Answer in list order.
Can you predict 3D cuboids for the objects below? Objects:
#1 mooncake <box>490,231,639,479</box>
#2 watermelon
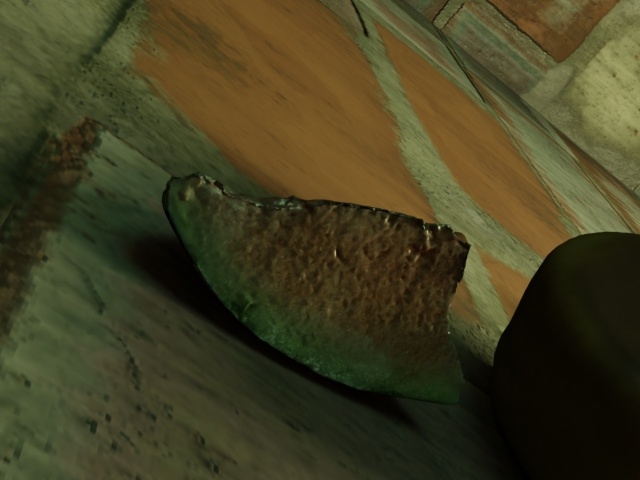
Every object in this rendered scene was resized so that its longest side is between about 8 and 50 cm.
[{"bbox_3d":[0.198,0.099,0.543,0.234,0.117,0.235,18,30,-11],"label":"mooncake"},{"bbox_3d":[-0.009,0.007,0.446,0.155,0.080,0.101,9,23,-33],"label":"watermelon"}]
